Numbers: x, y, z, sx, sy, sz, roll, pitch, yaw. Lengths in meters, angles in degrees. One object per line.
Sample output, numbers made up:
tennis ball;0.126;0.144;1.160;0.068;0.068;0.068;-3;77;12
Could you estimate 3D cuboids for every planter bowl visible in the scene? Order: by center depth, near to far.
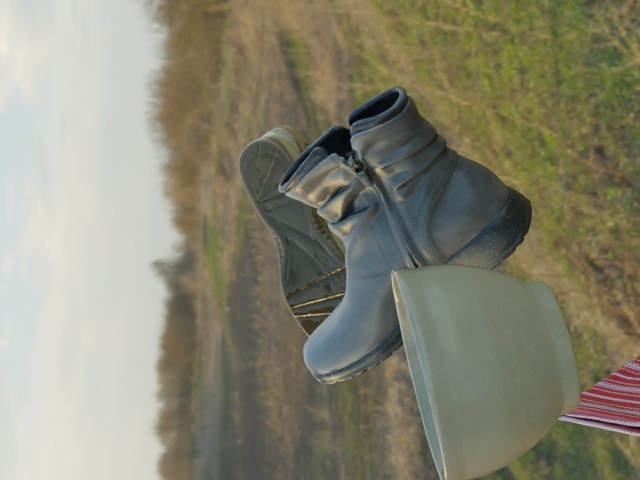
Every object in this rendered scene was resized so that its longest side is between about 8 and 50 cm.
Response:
planter bowl;0.122;0.088;0.730;0.162;0.109;0.162;-13;-90;-90

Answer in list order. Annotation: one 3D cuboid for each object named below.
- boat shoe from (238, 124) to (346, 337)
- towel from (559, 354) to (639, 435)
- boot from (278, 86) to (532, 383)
boat shoe;0.000;0.000;1.424;0.110;0.121;0.341;-45;-61;-57
towel;0.471;0.181;1.342;0.199;0.274;0.031;-3;109;61
boot;0.038;-0.004;1.087;0.338;0.222;0.118;-45;19;26
